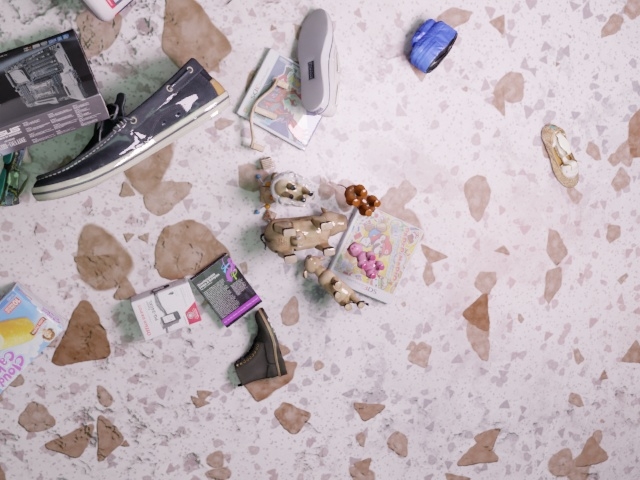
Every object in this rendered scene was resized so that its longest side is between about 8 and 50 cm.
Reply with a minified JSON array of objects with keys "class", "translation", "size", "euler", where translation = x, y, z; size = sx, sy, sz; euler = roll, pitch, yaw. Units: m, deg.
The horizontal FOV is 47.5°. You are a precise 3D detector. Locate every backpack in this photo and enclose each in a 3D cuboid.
[{"class":"backpack","translation":[0.280,-0.496,1.869],"size":[0.101,0.098,0.120],"euler":[36,89,9]}]

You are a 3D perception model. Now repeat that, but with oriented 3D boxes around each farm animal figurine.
[{"class":"farm animal figurine","translation":[0.000,0.000,1.840],"size":[0.327,0.172,0.330],"euler":[8,103,-21]}]

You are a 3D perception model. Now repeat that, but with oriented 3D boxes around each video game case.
[{"class":"video game case","translation":[-0.083,-0.352,1.826],"size":[0.201,0.023,0.183],"euler":[27,92,-20]},{"class":"video game case","translation":[0.147,0.036,1.969],"size":[0.206,0.026,0.227],"euler":[23,93,-19]}]

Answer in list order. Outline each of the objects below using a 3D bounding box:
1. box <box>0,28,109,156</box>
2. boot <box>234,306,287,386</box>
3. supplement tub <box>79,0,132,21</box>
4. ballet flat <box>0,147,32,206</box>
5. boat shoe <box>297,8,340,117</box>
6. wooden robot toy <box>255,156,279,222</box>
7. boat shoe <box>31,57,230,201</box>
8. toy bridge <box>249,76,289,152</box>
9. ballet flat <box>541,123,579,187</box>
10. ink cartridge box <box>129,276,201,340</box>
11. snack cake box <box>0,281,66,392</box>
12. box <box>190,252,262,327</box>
[{"class":"box","translation":[-0.638,-0.311,1.562],"size":[0.307,0.242,0.076],"euler":[-22,146,-11]},{"class":"boot","translation":[-0.176,0.285,1.901],"size":[0.137,0.077,0.198],"euler":[-17,104,-7]},{"class":"supplement tub","translation":[-0.437,-0.631,1.577],"size":[0.272,0.191,0.191],"euler":[-44,109,-5]},{"class":"ballet flat","translation":[-0.698,-0.169,1.668],"size":[0.070,0.070,0.188],"euler":[14,98,-18]},{"class":"boat shoe","translation":[0.008,-0.433,1.789],"size":[0.088,0.096,0.267],"euler":[15,68,-52]},{"class":"wooden robot toy","translation":[-0.120,-0.122,1.831],"size":[0.076,0.079,0.173],"euler":[-1,101,-16]},{"class":"boat shoe","translation":[-0.444,-0.252,1.660],"size":[0.500,0.187,0.156],"euler":[-35,107,-14]},{"class":"toy bridge","translation":[-0.138,-0.315,1.791],"size":[0.063,0.026,0.188],"euler":[20,94,-17]},{"class":"ballet flat","translation":[0.687,-0.233,2.053],"size":[0.073,0.067,0.206],"euler":[-37,109,-8]},{"class":"ink cartridge box","translation":[-0.388,0.172,1.818],"size":[0.150,0.063,0.109],"euler":[-20,106,-12]},{"class":"snack cake box","translation":[-0.752,0.246,1.712],"size":[0.264,0.089,0.152],"euler":[-46,108,-3]},{"class":"box","translation":[-0.242,0.128,1.871],"size":[0.116,0.029,0.162],"euler":[-36,110,-8]}]
